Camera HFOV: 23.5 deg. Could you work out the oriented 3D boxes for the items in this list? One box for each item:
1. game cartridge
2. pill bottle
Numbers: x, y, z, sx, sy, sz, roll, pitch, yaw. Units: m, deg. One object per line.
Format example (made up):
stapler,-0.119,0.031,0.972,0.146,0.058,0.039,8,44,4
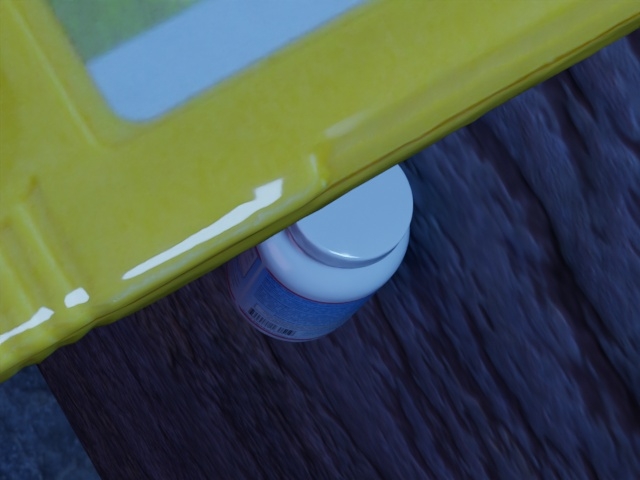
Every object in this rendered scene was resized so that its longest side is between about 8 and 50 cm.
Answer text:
game cartridge,-0.050,-0.143,0.408,0.285,0.324,0.052,58,164,5
pill bottle,0.000,0.000,0.866,0.087,0.087,0.160,58,161,7
